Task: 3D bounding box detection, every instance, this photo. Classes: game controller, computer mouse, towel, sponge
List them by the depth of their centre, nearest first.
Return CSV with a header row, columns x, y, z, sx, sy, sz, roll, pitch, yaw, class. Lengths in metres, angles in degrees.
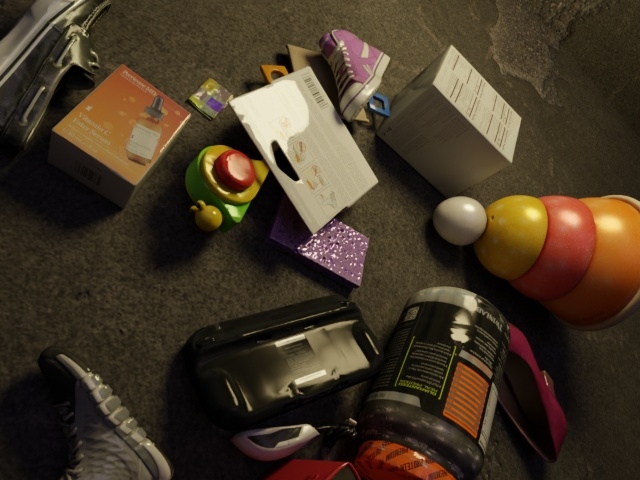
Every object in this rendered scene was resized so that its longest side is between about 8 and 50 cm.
x,y,z,sx,sy,sz,roll,pitch,yaw,class
-0.040,0.306,0.681,0.193,0.106,0.042,4,61,-24,computer mouse
-0.045,0.180,0.717,0.319,0.067,0.166,-9,57,-33,game controller
-0.212,-0.276,0.871,0.060,0.009,0.083,40,52,-14,towel
0.000,0.000,0.878,0.210,0.031,0.117,30,56,-20,sponge

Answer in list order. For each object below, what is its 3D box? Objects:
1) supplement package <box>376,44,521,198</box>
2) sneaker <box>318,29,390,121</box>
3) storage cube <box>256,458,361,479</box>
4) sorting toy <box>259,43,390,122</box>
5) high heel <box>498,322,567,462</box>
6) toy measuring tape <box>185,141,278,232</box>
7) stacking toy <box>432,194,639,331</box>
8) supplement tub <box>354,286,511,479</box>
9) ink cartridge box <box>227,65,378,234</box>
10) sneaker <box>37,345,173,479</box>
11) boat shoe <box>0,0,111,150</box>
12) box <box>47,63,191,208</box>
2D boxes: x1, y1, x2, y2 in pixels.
x,y,z,sx,sy,sz,roll,pitch,yaw,class
0.322,-0.287,1.119,0.263,0.199,0.198,39,52,-14,supplement package
0.050,-0.370,0.985,0.161,0.102,0.282,33,40,-11,sneaker
-0.034,0.412,0.566,0.183,0.193,0.215,-24,84,-39,storage cube
0.009,-0.352,1.036,0.348,0.047,0.196,-1,66,-35,sorting toy
0.405,0.305,0.950,0.377,0.127,0.181,38,42,-19,high heel
-0.151,-0.144,0.796,0.121,0.121,0.330,35,45,-17,toy measuring tape
0.502,-0.003,1.090,0.480,0.350,0.350,18,59,-10,stacking toy
0.196,0.263,0.782,0.207,0.207,0.338,42,52,-11,supplement tub
-0.032,-0.170,0.856,0.239,0.060,0.275,-41,103,-40,ink cartridge box
-0.293,0.246,0.534,0.228,0.086,0.132,52,53,-5,sneaker
-0.403,-0.274,0.686,0.119,0.121,0.335,36,64,-26,boat shoe
-0.309,-0.162,0.701,0.130,0.091,0.170,34,54,-17,box
